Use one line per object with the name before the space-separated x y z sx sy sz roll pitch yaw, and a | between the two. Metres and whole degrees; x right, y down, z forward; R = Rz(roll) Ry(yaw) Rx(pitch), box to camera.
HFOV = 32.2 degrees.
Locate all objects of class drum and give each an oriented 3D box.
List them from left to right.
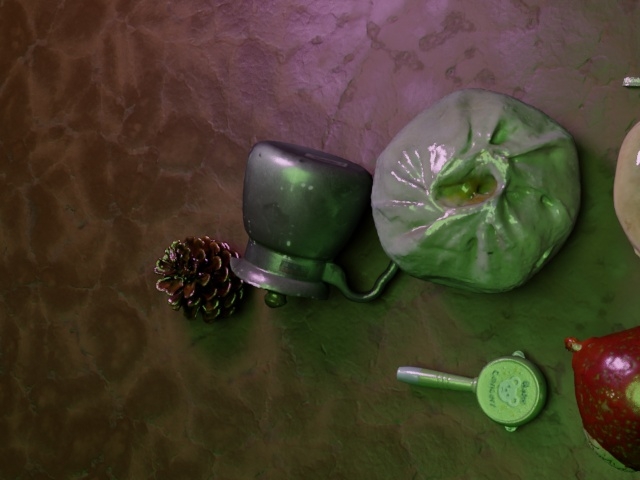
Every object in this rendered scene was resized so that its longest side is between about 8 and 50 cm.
drum | 0.253 0.260 1.851 0.253 0.049 0.130 -11 80 25

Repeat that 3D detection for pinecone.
pinecone | -0.231 0.066 2.043 0.163 0.165 0.163 -12 68 30

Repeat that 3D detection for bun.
bun | 0.249 -0.089 1.788 0.354 0.194 0.354 -2 78 11

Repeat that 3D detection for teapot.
teapot | -0.013 -0.008 1.960 0.223 0.305 0.285 36 112 61

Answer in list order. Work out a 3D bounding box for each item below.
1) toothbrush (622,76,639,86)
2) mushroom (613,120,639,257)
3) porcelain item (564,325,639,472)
toothbrush | 0.579 -0.249 1.764 0.194 0.014 0.017 6 87 27
mushroom | 0.558 -0.094 1.584 0.314 0.336 0.314 -6 74 22
porcelain item | 0.464 0.210 1.649 0.253 0.253 0.253 -3 83 26
